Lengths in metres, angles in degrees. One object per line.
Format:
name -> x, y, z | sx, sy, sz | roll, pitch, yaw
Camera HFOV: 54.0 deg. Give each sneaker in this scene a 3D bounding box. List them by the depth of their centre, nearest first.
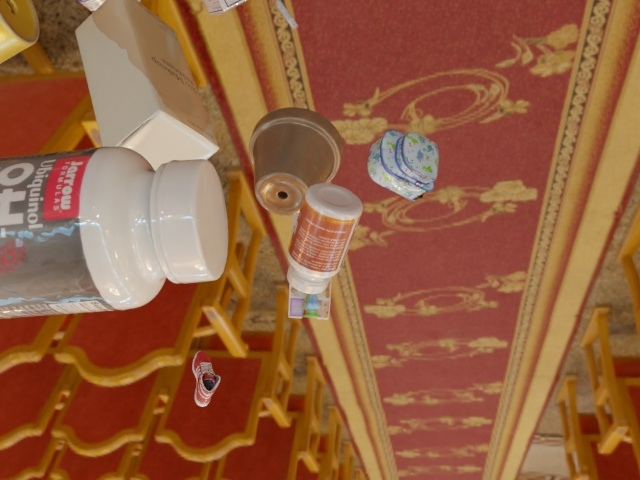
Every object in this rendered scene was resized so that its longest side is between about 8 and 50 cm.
sneaker -> -0.229, 0.264, 1.259 | 0.042, 0.118, 0.067 | 8, 139, -24

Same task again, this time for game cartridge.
game cartridge -> -0.070, -0.481, 1.350 | 0.017, 0.083, 0.056 | -31, 93, 9

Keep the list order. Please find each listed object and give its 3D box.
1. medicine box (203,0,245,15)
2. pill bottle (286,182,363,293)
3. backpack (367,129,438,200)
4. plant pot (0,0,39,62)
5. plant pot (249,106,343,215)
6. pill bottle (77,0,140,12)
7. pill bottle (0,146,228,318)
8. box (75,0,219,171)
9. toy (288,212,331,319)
medicine box -> -0.197, -0.715, 1.452 | 0.263, 0.149, 0.289 | -33, 116, -13
pill bottle -> 0.000, 0.000, 1.302 | 0.121, 0.121, 0.216 | 14, 122, -9
backpack -> 0.146, -0.138, 1.091 | 0.114, 0.105, 0.084 | 19, 151, -20
plant pot -> -0.708, -0.432, 1.239 | 0.239, 0.254, 0.254 | -14, 142, 6
plant pot -> -0.079, -0.191, 1.705 | 0.263, 0.229, 0.263 | 5, 135, 5
pill bottle -> -0.490, -0.560, 1.368 | 0.112, 0.112, 0.187 | -13, 157, 26
pill bottle -> -0.270, -0.008, 0.681 | 0.319, 0.176, 0.176 | -5, 144, 5
box -> -0.294, -0.253, 1.049 | 0.121, 0.311, 0.148 | -35, 149, 17
toy -> -0.006, 0.062, 1.444 | 0.056, 0.237, 0.137 | 1, 173, 43
